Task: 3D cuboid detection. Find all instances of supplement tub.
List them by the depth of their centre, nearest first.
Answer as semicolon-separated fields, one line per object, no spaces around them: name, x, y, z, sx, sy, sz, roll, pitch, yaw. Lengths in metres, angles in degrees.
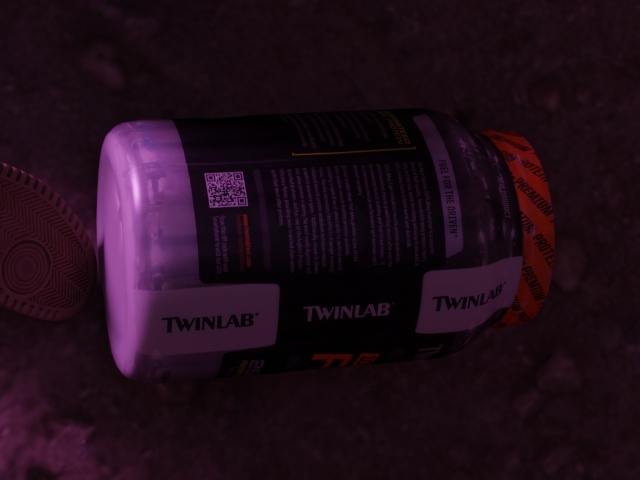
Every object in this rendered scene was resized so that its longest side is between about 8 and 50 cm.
supplement tub;0.000;0.000;1.157;0.338;0.207;0.207;-4;83;-15

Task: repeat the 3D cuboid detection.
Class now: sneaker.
sneaker;-0.313;-0.030;1.145;0.282;0.153;0.099;38;69;-38
